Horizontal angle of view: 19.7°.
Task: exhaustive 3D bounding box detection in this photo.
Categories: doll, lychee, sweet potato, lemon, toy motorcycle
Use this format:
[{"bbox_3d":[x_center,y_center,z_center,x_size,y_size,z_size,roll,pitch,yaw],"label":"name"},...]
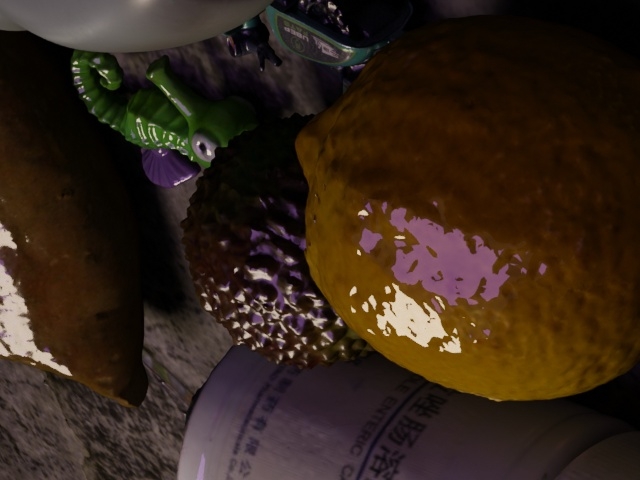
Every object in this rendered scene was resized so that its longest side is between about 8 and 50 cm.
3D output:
[{"bbox_3d":[-0.101,-0.082,1.227,0.190,0.050,0.115,19,141,41],"label":"doll"},{"bbox_3d":[0.000,0.000,1.089,0.171,0.171,0.171,30,144,26],"label":"lychee"},{"bbox_3d":[-0.216,-0.040,1.327,0.158,0.158,0.370,17,129,39],"label":"sweet potato"},{"bbox_3d":[0.095,-0.017,0.929,0.231,0.192,0.192,15,138,15],"label":"lemon"},{"bbox_3d":[-0.014,-0.131,1.062,0.173,0.058,0.100,33,144,28],"label":"toy motorcycle"}]

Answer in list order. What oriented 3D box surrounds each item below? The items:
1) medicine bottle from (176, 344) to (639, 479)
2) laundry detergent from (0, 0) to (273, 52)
[{"bbox_3d":[0.090,0.175,1.141,0.332,0.190,0.190,19,137,38],"label":"medicine bottle"},{"bbox_3d":[-0.153,-0.224,1.044,0.398,0.124,0.264,-5,95,62],"label":"laundry detergent"}]
